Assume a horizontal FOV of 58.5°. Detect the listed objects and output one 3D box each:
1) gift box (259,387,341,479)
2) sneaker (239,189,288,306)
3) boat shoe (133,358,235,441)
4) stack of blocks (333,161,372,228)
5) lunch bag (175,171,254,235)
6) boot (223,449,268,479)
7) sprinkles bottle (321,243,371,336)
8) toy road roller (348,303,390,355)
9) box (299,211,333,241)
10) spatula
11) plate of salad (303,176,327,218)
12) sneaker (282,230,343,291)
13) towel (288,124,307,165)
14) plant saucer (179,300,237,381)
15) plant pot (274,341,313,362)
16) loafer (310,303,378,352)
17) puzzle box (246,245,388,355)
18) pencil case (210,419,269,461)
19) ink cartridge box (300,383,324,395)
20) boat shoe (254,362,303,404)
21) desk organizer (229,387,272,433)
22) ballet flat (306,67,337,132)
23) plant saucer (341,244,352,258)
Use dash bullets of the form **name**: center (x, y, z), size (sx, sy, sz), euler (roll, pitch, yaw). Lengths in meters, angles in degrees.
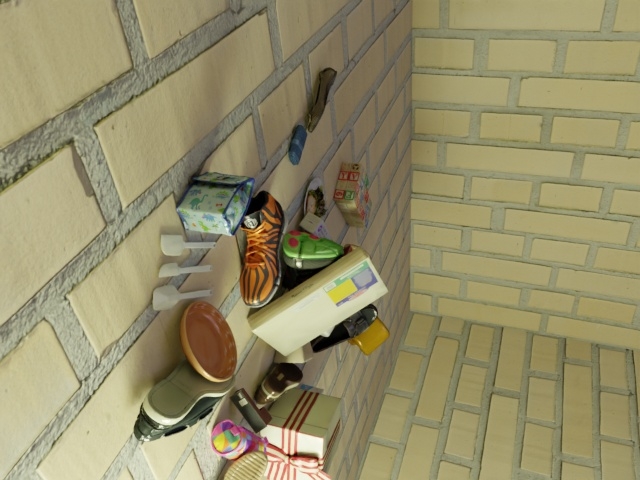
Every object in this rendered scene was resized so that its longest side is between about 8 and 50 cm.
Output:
- **gift box**: center (-0.061, 0.695, 1.951), size (0.258, 0.255, 0.276), euler (-45, 136, -64)
- **sneaker**: center (-0.181, 0.008, 1.545), size (0.180, 0.124, 0.321), euler (58, 32, -56)
- **boat shoe**: center (-0.309, 0.366, 1.309), size (0.113, 0.127, 0.340), euler (-55, 174, 13)
- **stack of blocks**: center (0.148, -0.188, 2.445), size (0.297, 0.087, 0.171), euler (56, 45, -63)
- **lunch bag**: center (-0.233, -0.096, 1.298), size (0.096, 0.128, 0.151), euler (78, 28, -47)
- **boot**: center (-0.216, 0.688, 1.657), size (0.248, 0.090, 0.207), euler (-51, 166, 3)
- **sprinkles bottle**: center (0.063, 0.186, 2.175), size (0.355, 0.121, 0.121), euler (-59, 155, -18)
- **toy road roller**: center (0.149, 0.319, 2.336), size (0.202, 0.240, 0.329), euler (-41, 145, -10)
- **box**: center (0.000, 0.000, 2.084), size (0.063, 0.067, 0.324), euler (-55, 158, -12)
- **spatula**: center (-0.310, 0.072, 1.325), size (0.242, 0.019, 0.168), euler (3, 89, -72)
- **plate of salad**: center (-0.013, -0.129, 2.058), size (0.200, 0.048, 0.200), euler (7, 90, -71)
- **sneaker**: center (-0.029, 0.093, 1.828), size (0.483, 0.185, 0.202), euler (51, 55, -79)
- **towel**: center (-0.076, -0.306, 1.829), size (0.067, 0.029, 0.119), euler (58, 44, -63)
- **plant saucer**: center (-0.270, 0.242, 1.358), size (0.200, 0.037, 0.200), euler (54, 21, -32)
- **plant pot**: center (-0.092, 0.363, 1.959), size (0.109, 0.109, 0.096), euler (6, 81, -72)
- **loafer**: center (0.090, 0.349, 2.194), size (0.109, 0.302, 0.095), euler (59, 7, -11)
- **puzzle box**: center (0.003, 0.197, 1.773), size (0.052, 0.409, 0.272), euler (59, 1, 33)
- **pencil case**: center (-0.230, 0.581, 1.642), size (0.236, 0.104, 0.104), euler (61, 41, -62)
- **ink cartridge box**: center (-0.050, 0.646, 2.208), size (0.143, 0.092, 0.090), euler (-55, 149, -51)
- **boat shoe**: center (-0.146, 0.474, 1.891), size (0.095, 0.095, 0.257), euler (-48, 164, 15)
- **desk organizer**: center (-0.200, 0.486, 1.655), size (0.130, 0.047, 0.050), euler (53, 20, 1)
- **ballet flat**: center (-0.007, -0.479, 1.932), size (0.084, 0.058, 0.250), euler (-24, -135, 70)
- **plant saucer**: center (0.020, 0.168, 2.028), size (0.259, 0.047, 0.258), euler (-38, -156, 50)
